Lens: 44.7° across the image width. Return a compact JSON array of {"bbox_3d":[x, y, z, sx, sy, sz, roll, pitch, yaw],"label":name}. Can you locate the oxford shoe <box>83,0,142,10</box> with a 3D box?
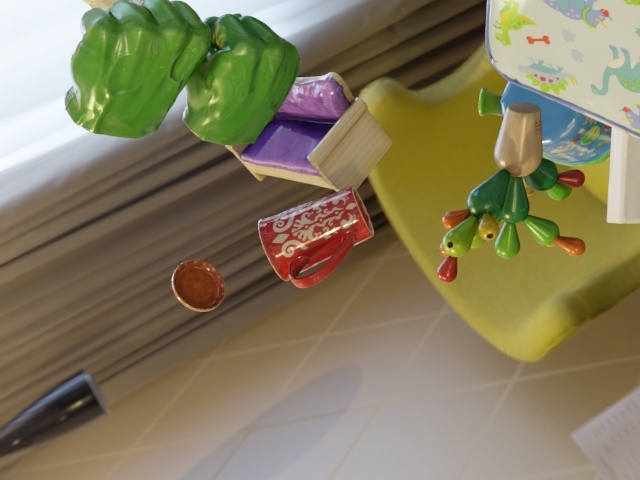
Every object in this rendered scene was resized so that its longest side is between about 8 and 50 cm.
[{"bbox_3d":[-0.399,-0.483,1.392,0.169,0.130,0.449,58,178,35],"label":"oxford shoe"}]

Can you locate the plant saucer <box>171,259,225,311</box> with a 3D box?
[{"bbox_3d":[-0.182,0.068,1.157,0.083,0.083,0.013,58,137,12],"label":"plant saucer"}]

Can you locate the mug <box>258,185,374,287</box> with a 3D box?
[{"bbox_3d":[0.002,0.000,1.299,0.150,0.169,0.113,69,-169,17],"label":"mug"}]

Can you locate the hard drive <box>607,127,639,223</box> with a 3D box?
[{"bbox_3d":[0.471,-0.196,0.962,0.047,0.233,0.353,-164,76,-72],"label":"hard drive"}]

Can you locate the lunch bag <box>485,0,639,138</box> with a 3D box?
[{"bbox_3d":[0.240,-0.174,0.626,0.219,0.090,0.176,32,157,28],"label":"lunch bag"}]

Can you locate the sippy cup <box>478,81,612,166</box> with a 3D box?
[{"bbox_3d":[0.474,-0.263,1.525,0.305,0.224,0.240,-33,74,34],"label":"sippy cup"}]

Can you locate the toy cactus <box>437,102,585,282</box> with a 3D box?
[{"bbox_3d":[0.210,-0.052,0.827,0.112,0.219,0.181,38,138,48],"label":"toy cactus"}]

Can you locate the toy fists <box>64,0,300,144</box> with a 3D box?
[{"bbox_3d":[-0.139,-0.189,0.844,0.142,0.279,0.096,-49,59,33],"label":"toy fists"}]

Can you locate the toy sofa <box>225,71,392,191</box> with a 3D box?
[{"bbox_3d":[-0.049,-0.207,1.497,0.177,0.150,0.362,47,164,-31],"label":"toy sofa"}]
